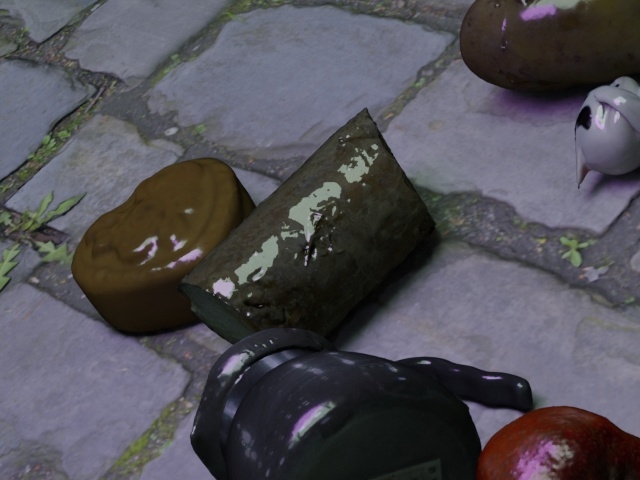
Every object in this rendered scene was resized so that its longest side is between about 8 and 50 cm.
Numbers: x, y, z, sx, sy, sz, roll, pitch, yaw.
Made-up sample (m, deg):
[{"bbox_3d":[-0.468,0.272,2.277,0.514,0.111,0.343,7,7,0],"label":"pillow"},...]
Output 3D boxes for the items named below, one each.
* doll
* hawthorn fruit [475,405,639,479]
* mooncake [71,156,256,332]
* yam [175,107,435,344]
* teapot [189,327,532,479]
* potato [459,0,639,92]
[{"bbox_3d":[0.350,-0.131,1.824,0.181,0.107,0.110,-12,31,27],"label":"doll"},{"bbox_3d":[0.204,0.215,1.479,0.157,0.157,0.194,-39,25,-10],"label":"hawthorn fruit"},{"bbox_3d":[-0.177,0.005,2.068,0.235,0.117,0.235,-21,33,15],"label":"mooncake"},{"bbox_3d":[0.000,0.000,1.891,0.304,0.168,0.168,-43,36,-15],"label":"yam"},{"bbox_3d":[0.023,0.166,1.629,0.305,0.223,0.285,-43,29,-11],"label":"teapot"},{"bbox_3d":[0.286,-0.246,1.980,0.262,0.165,0.165,-15,38,16],"label":"potato"}]
